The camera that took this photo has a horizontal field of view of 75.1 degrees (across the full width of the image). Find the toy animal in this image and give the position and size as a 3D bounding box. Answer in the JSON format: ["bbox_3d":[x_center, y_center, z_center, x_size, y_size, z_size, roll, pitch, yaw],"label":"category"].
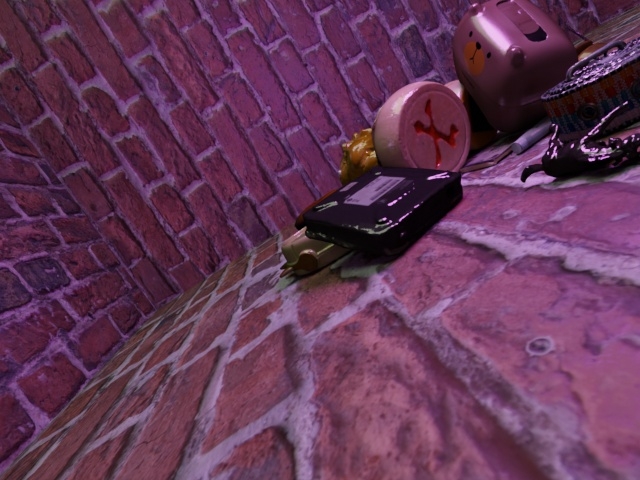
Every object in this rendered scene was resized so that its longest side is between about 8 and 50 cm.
[{"bbox_3d":[0.493,-0.175,0.791,0.148,0.084,0.233,-38,14,-23],"label":"toy animal"}]

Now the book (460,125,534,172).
[{"bbox_3d":[0.567,-0.290,1.308,0.231,0.026,0.157,-35,10,-15],"label":"book"}]

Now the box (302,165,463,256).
[{"bbox_3d":[0.162,-0.101,1.137,0.359,0.091,0.350,-36,32,-29],"label":"box"}]

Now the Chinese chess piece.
[{"bbox_3d":[0.332,-0.337,1.352,0.338,0.338,0.140,-36,20,-20],"label":"Chinese chess piece"}]

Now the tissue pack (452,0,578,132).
[{"bbox_3d":[0.578,-0.553,1.266,0.267,0.387,0.277,-18,-31,3],"label":"tissue pack"}]

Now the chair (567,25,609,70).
[{"bbox_3d":[1.059,-0.757,1.725,0.159,0.172,0.247,-33,53,-4],"label":"chair"}]

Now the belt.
[{"bbox_3d":[0.657,-0.353,0.926,0.295,0.160,0.207,-28,10,26],"label":"belt"}]

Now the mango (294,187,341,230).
[{"bbox_3d":[0.035,-0.106,1.718,0.287,0.152,0.201,-33,18,11],"label":"mango"}]

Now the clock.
[{"bbox_3d":[0.000,0.000,1.389,0.348,0.117,0.286,-33,9,-1],"label":"clock"}]

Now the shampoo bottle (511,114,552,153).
[{"bbox_3d":[0.619,-0.310,1.188,0.191,0.041,0.069,-36,15,-18],"label":"shampoo bottle"}]

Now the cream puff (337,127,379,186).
[{"bbox_3d":[0.223,-0.318,1.598,0.378,0.275,0.378,-22,-21,-9],"label":"cream puff"}]

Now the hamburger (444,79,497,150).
[{"bbox_3d":[0.525,-0.459,1.552,0.294,0.276,0.179,-17,13,-29],"label":"hamburger"}]
